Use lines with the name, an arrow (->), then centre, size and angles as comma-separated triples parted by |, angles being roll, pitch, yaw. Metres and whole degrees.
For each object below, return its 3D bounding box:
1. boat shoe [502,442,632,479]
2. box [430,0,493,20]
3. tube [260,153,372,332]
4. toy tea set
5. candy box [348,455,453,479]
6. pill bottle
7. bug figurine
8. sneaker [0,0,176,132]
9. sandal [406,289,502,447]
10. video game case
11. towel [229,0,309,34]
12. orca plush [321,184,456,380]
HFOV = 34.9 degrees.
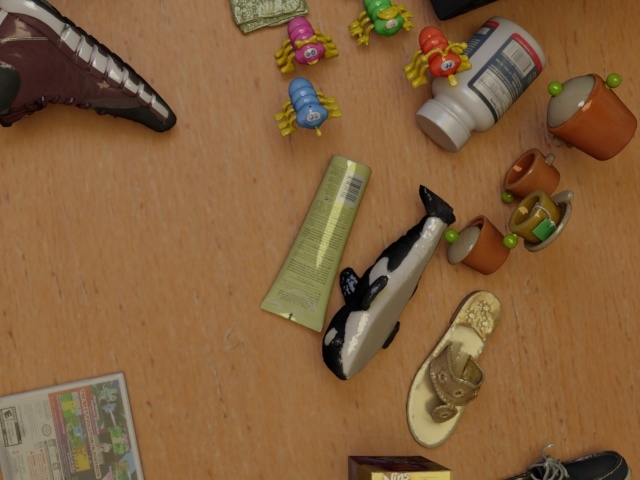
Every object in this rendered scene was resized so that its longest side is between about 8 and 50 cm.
boat shoe -> 0.313, 0.349, 1.435 | 0.254, 0.095, 0.079 | -22, 103, 1
box -> 0.310, -0.470, 1.277 | 0.293, 0.395, 0.212 | -25, 94, -21
tube -> 0.000, 0.000, 1.422 | 0.062, 0.070, 0.240 | 22, 89, -45
toy tea set -> 0.284, -0.100, 1.392 | 0.124, 0.200, 0.336 | 36, 89, -14
candy box -> 0.103, 0.321, 1.357 | 0.109, 0.186, 0.053 | 1, 85, -7
pill bottle -> 0.220, -0.215, 1.429 | 0.108, 0.108, 0.180 | 43, 84, -4
bug figurine -> 0.052, -0.250, 1.374 | 0.279, 0.072, 0.216 | -22, 53, -6
sneaker -> -0.337, -0.193, 1.337 | 0.281, 0.106, 0.162 | 38, 95, -30
sandal -> 0.193, 0.181, 1.427 | 0.088, 0.079, 0.240 | 26, 85, -6
video game case -> -0.339, 0.295, 1.382 | 0.183, 0.023, 0.201 | -11, 89, -8
towel -> -0.085, -0.373, 1.433 | 0.110, 0.027, 0.148 | -16, 92, -7
orca plush -> 0.070, 0.049, 1.407 | 0.102, 0.151, 0.287 | 26, 88, 25
